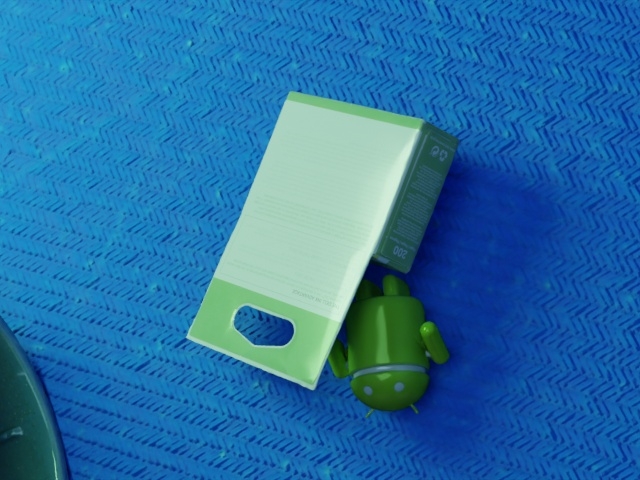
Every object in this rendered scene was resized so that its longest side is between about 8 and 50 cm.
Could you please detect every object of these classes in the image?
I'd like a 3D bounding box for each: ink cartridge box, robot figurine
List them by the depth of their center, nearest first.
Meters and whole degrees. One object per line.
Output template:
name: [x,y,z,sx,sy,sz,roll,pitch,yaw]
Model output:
robot figurine: [0.055,0.088,1.427,0.101,0.067,0.115,-9,74,19]
ink cartridge box: [0.000,0.000,1.445,0.171,0.056,0.235,17,85,46]

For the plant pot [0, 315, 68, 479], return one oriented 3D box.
plant pot: [-0.449,0.215,1.460,0.334,0.341,0.341,-27,69,20]
